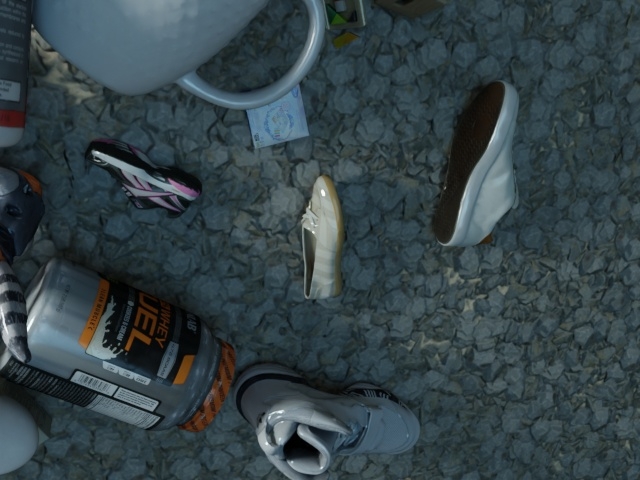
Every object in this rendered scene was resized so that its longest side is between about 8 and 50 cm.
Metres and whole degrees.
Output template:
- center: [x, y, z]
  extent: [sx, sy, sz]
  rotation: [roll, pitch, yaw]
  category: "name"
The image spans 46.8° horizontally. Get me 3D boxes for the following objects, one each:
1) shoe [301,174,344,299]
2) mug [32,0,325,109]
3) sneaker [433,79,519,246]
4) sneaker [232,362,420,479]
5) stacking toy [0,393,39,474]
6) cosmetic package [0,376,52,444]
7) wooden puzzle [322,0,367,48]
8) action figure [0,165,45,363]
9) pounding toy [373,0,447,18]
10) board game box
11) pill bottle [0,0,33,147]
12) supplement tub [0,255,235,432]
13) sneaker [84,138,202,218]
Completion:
- center: [0.000, 0.000, 1.213]
  extent: [0.058, 0.076, 0.219]
  rotation: [-9, 113, -18]
  category: "shoe"
- center: [-0.163, -0.329, 0.939]
  extent: [0.374, 0.276, 0.328]
  rotation: [39, 104, -17]
  category: "mug"
- center: [0.286, -0.125, 1.244]
  extent: [0.123, 0.106, 0.290]
  rotation: [4, 117, -24]
  category: "sneaker"
- center: [0.033, 0.336, 1.267]
  extent: [0.366, 0.210, 0.137]
  rotation: [20, 103, -21]
  category: "sneaker"
- center: [-0.616, 0.221, 0.997]
  extent: [0.480, 0.350, 0.350]
  rotation: [32, 98, -31]
  category: "stacking toy"
- center: [-0.485, 0.275, 1.184]
  extent: [0.041, 0.060, 0.115]
  rotation: [-34, 113, 0]
  category: "cosmetic package"
- center: [0.032, -0.350, 1.109]
  extent: [0.014, 0.079, 0.116]
  rotation: [-37, 116, -47]
  category: "wooden puzzle"
- center: [-0.442, 0.039, 0.996]
  extent: [0.179, 0.330, 0.341]
  rotation: [2, 139, -6]
  category: "action figure"
- center: [0.123, -0.394, 1.091]
  extent: [0.100, 0.141, 0.130]
  rotation: [15, 90, -20]
  category: "pounding toy"
- center: [-0.070, -0.197, 1.155]
  extent: [0.090, 0.020, 0.090]
  rotation: [-15, 112, -10]
  category: "board game box"
- center: [-0.422, -0.292, 0.805]
  extent: [0.210, 0.210, 0.362]
  rotation: [5, 98, -17]
  category: "pill bottle"
- center: [-0.302, 0.169, 1.123]
  extent: [0.316, 0.193, 0.193]
  rotation: [28, 99, -25]
  category: "supplement tub"
- center: [-0.273, -0.085, 1.114]
  extent: [0.178, 0.072, 0.077]
  rotation: [27, 111, -16]
  category: "sneaker"
